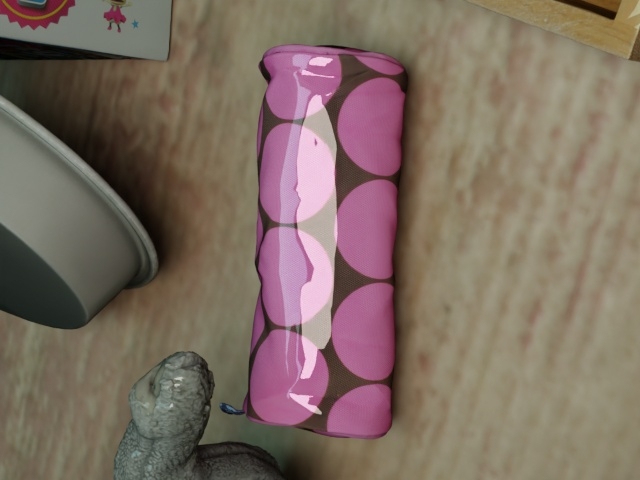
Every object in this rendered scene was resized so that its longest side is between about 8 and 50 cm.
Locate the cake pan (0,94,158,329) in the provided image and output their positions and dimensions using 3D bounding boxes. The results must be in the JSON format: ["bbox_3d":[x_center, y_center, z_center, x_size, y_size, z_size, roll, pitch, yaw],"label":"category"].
[{"bbox_3d":[-0.239,-0.034,0.810,0.293,0.293,0.054,10,62,43],"label":"cake pan"}]

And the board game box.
[{"bbox_3d":[-0.279,-0.179,0.874,0.303,0.224,0.097,7,93,43],"label":"board game box"}]

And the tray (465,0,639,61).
[{"bbox_3d":[0.042,-0.248,0.676,0.411,0.076,0.202,30,111,40],"label":"tray"}]

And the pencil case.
[{"bbox_3d":[0.000,0.000,0.713,0.095,0.098,0.209,5,94,3],"label":"pencil case"}]

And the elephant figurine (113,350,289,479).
[{"bbox_3d":[-0.058,0.178,0.701,0.169,0.186,0.239,38,103,4],"label":"elephant figurine"}]
